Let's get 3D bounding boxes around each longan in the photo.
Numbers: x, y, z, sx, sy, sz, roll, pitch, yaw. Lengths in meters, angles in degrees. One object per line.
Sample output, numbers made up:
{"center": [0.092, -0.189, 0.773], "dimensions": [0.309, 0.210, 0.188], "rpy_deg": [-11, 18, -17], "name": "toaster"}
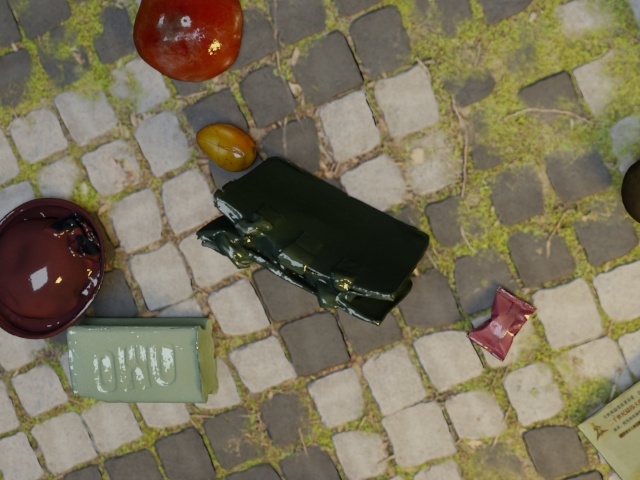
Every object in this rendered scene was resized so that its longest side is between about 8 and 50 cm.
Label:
{"center": [0.418, -0.066, 1.529], "dimensions": [0.113, 0.092, 0.113], "rpy_deg": [-20, 51, 28], "name": "longan"}

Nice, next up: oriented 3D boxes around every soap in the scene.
{"center": [-0.248, 0.166, 1.757], "dimensions": [0.198, 0.063, 0.114], "rpy_deg": [-2, 101, 15], "name": "soap"}

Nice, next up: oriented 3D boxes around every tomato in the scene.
{"center": [-0.179, -0.281, 1.656], "dimensions": [0.156, 0.069, 0.155], "rpy_deg": [3, 101, 13], "name": "tomato"}

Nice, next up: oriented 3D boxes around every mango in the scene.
{"center": [-0.127, -0.125, 1.682], "dimensions": [0.089, 0.046, 0.060], "rpy_deg": [21, 105, 15], "name": "mango"}

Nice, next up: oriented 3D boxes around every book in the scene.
{"center": [0.494, 0.290, 1.601], "dimensions": [0.201, 0.026, 0.289], "rpy_deg": [-42, 88, 22], "name": "book"}

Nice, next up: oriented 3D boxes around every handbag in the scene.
{"center": [-0.001, 0.002, 1.561], "dimensions": [0.247, 0.260, 0.079], "rpy_deg": [29, 110, 7], "name": "handbag"}

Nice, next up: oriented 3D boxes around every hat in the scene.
{"center": [-0.393, 0.036, 1.736], "dimensions": [0.205, 0.089, 0.205], "rpy_deg": [-4, 81, 22], "name": "hat"}

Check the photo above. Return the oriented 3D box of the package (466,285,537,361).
{"center": [0.235, 0.107, 1.639], "dimensions": [0.059, 0.029, 0.083], "rpy_deg": [33, 98, 3], "name": "package"}
